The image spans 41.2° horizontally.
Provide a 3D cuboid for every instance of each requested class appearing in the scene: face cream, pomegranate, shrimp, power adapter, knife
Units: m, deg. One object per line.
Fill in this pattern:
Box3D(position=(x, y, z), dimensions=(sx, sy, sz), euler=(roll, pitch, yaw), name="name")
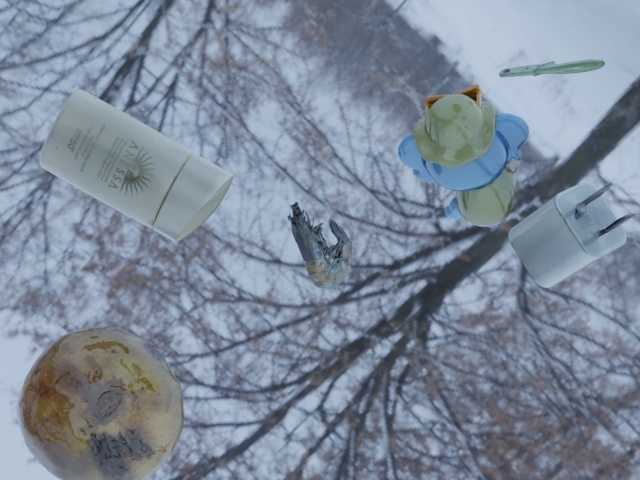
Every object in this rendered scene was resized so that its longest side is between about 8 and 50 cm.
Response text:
Box3D(position=(-0.355, -0.135, 1.638), dimensions=(0.349, 0.173, 0.081), euler=(30, -173, 2), name="face cream")
Box3D(position=(-0.419, 0.324, 1.648), dimensions=(0.322, 0.322, 0.322), euler=(41, -165, -13), name="pomegranate")
Box3D(position=(0.000, 0.000, 1.340), dimensions=(0.034, 0.091, 0.161), euler=(15, 136, 56), name="shrimp")
Box3D(position=(0.446, -0.023, 1.461), dimensions=(0.125, 0.205, 0.130), euler=(-21, -104, -36), name="power adapter")
Box3D(position=(0.286, -0.216, 1.066), dimensions=(0.014, 0.030, 0.207), euler=(63, 163, -18), name="knife")

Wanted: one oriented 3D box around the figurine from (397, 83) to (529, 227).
Box3D(position=(0.228, -0.122, 1.366), dimensions=(0.180, 0.154, 0.262), euler=(23, 146, 26), name="figurine")
